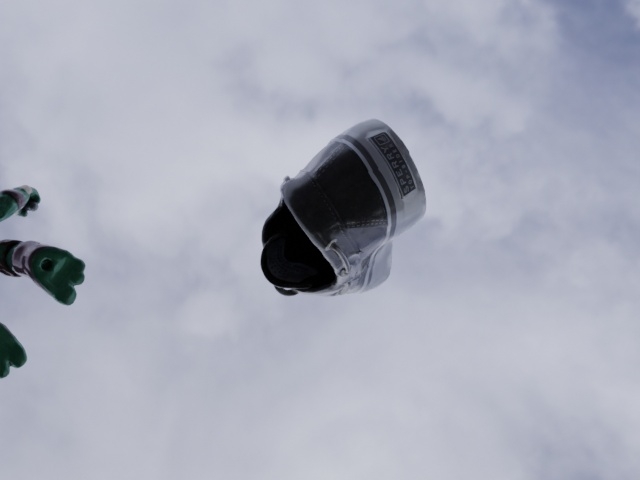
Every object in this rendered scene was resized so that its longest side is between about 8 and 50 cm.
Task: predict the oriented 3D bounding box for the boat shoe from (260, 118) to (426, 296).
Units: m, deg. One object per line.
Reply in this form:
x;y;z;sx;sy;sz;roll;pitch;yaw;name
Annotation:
0.000;0.000;0.549;0.076;0.228;0.080;-30;-94;-12;boat shoe

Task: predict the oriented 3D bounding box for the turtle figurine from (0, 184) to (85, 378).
-0.307;0.026;0.823;0.234;0.118;0.175;21;-93;45;turtle figurine
